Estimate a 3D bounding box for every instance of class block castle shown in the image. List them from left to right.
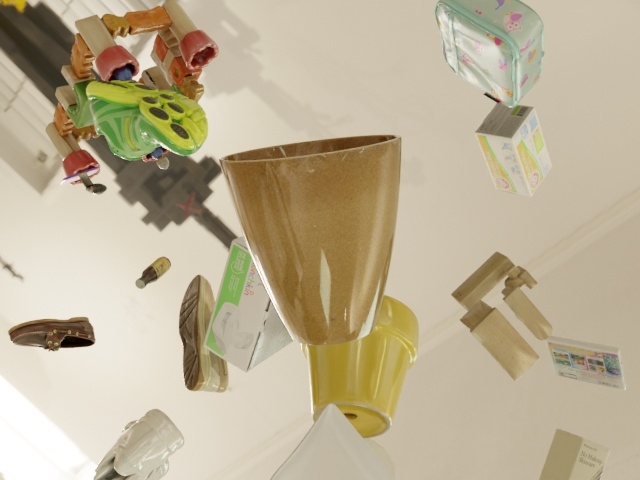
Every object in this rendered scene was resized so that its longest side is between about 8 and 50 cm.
[{"bbox_3d":[-0.442,-0.325,1.741,0.303,0.213,0.453,-26,165,-40],"label":"block castle"}]

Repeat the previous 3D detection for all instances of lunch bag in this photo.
[{"bbox_3d":[0.347,-0.408,1.539,0.108,0.224,0.279,-49,157,-6],"label":"lunch bag"}]

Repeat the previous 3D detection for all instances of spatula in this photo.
[{"bbox_3d":[-0.472,-0.119,1.504,0.084,0.030,0.296,-23,-158,-21],"label":"spatula"}]

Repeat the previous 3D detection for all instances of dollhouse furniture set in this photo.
[{"bbox_3d":[0.318,0.125,1.266,0.144,0.123,0.151,-43,-164,0],"label":"dollhouse furniture set"}]

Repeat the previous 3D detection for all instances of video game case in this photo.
[{"bbox_3d":[0.587,0.270,1.631,0.157,0.143,0.019,8,-129,36],"label":"video game case"}]

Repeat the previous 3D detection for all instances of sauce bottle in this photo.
[{"bbox_3d":[-0.406,0.080,1.785,0.042,0.042,0.128,-43,-173,28],"label":"sauce bottle"}]

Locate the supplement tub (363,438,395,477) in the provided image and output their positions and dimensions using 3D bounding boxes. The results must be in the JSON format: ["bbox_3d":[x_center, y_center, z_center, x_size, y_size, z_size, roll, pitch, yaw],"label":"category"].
[{"bbox_3d":[0.064,0.605,1.771,0.191,0.191,0.272,-51,165,-40],"label":"supplement tub"}]

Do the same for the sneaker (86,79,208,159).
[{"bbox_3d":[-0.287,-0.190,1.238,0.109,0.295,0.123,-17,122,-40],"label":"sneaker"}]

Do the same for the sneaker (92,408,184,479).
[{"bbox_3d":[-0.233,0.268,0.888,0.094,0.080,0.212,-40,171,-33],"label":"sneaker"}]

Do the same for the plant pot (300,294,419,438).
[{"bbox_3d":[0.075,0.270,1.547,0.254,0.254,0.239,-40,-149,44],"label":"plant pot"}]

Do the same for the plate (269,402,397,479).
[{"bbox_3d":[0.045,0.433,1.179,0.045,0.278,0.277,-40,178,27],"label":"plate"}]

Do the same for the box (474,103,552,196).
[{"bbox_3d":[0.470,-0.218,1.785,0.103,0.203,0.114,19,-117,43],"label":"box"}]

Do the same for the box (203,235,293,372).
[{"bbox_3d":[-0.107,0.112,1.570,0.231,0.127,0.262,-26,139,-57],"label":"box"}]

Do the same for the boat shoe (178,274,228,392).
[{"bbox_3d":[-0.272,0.223,1.769,0.109,0.098,0.302,-44,-137,38],"label":"boat shoe"}]

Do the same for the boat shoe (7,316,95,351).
[{"bbox_3d":[-0.620,0.223,1.722,0.207,0.073,0.073,-1,149,-48],"label":"boat shoe"}]

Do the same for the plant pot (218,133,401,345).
[{"bbox_3d":[0.000,0.000,0.980,0.237,0.254,0.237,-6,-168,1],"label":"plant pot"}]

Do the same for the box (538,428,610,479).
[{"bbox_3d":[0.611,0.622,1.838,0.094,0.113,0.275,7,-106,64],"label":"box"}]
